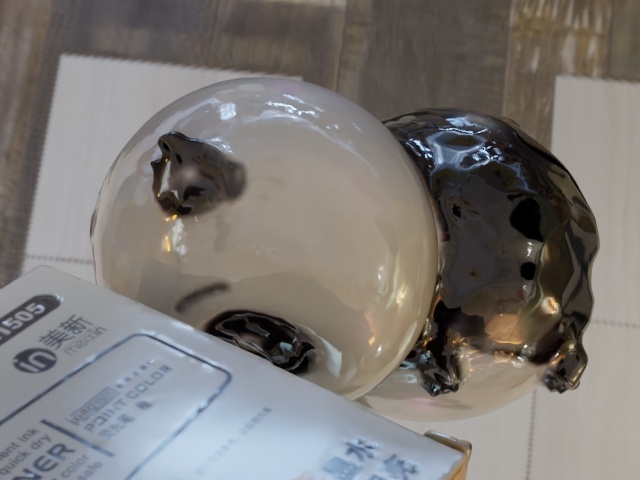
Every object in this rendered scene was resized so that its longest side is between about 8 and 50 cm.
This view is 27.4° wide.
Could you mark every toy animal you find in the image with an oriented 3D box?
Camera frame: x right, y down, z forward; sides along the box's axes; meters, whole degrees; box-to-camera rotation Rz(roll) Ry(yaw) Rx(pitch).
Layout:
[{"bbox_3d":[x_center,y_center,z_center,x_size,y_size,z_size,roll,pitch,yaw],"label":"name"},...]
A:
[{"bbox_3d":[0.003,0.008,0.649,0.235,0.187,0.165,4,74,-34],"label":"toy animal"}]

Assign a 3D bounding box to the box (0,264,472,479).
[{"bbox_3d":[-0.103,0.133,0.441,0.220,0.091,0.274,20,36,23],"label":"box"}]
